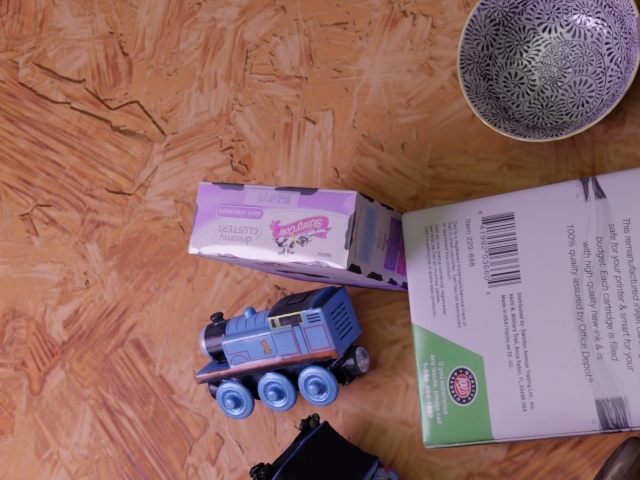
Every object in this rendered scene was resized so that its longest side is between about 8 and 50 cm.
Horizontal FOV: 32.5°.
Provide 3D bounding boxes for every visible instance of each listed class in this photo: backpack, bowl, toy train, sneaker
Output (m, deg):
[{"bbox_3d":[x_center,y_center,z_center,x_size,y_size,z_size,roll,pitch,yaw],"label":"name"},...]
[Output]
[{"bbox_3d":[-0.024,0.273,1.018,0.116,0.158,0.173,33,111,10],"label":"backpack"},{"bbox_3d":[0.218,-0.164,1.007,0.170,0.080,0.170,-6,78,27],"label":"bowl"},{"bbox_3d":[-0.041,0.110,1.081,0.184,0.080,0.105,-13,101,29],"label":"toy train"},{"bbox_3d":[0.246,0.259,0.936,0.071,0.066,0.188,28,100,12],"label":"sneaker"}]

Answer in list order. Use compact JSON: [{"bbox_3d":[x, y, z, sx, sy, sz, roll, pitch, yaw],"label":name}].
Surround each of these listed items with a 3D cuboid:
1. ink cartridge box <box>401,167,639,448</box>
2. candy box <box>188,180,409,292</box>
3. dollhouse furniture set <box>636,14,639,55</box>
[{"bbox_3d":[0.230,0.061,0.936,0.289,0.121,0.211,-10,76,26],"label":"ink cartridge box"},{"bbox_3d":[0.000,0.000,1.026,0.164,0.196,0.070,6,84,28],"label":"candy box"},{"bbox_3d":[0.332,-0.229,0.904,0.123,0.144,0.151,127,153,-56],"label":"dollhouse furniture set"}]
